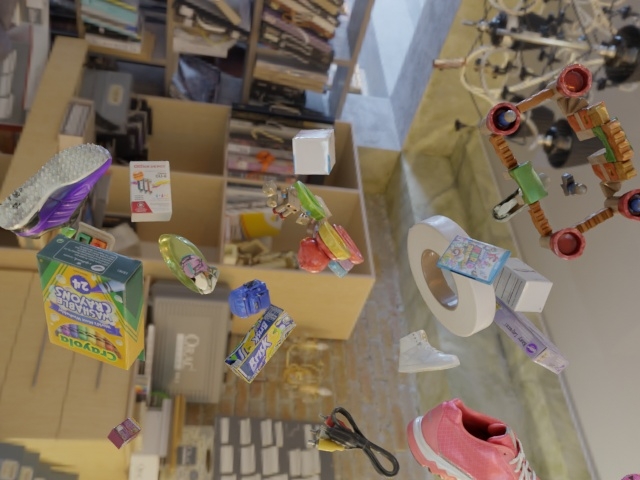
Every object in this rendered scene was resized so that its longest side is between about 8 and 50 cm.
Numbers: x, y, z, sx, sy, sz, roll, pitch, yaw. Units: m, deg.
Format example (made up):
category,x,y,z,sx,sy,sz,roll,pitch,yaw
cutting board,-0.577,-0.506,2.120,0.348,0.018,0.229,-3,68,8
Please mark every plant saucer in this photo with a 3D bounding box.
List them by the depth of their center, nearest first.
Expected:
category,x,y,z,sx,sy,sz,roll,pitch,yaw
plant saucer,-0.444,0.070,2.086,0.037,0.241,0.241,-42,164,-34

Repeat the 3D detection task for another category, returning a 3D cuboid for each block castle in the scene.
category,x,y,z,sx,sy,sz,roll,pitch,yaw
block castle,0.660,-0.207,1.671,0.454,0.302,0.213,62,1,-2

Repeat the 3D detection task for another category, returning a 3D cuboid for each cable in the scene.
category,x,y,z,sx,sy,sz,roll,pitch,yaw
cable,0.109,0.606,1.881,0.140,0.287,0.072,-61,176,-38

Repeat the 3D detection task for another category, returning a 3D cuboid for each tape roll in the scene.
category,x,y,z,sx,sy,sz,roll,pitch,yaw
tape roll,0.400,0.110,1.961,0.392,0.071,0.392,58,-18,31

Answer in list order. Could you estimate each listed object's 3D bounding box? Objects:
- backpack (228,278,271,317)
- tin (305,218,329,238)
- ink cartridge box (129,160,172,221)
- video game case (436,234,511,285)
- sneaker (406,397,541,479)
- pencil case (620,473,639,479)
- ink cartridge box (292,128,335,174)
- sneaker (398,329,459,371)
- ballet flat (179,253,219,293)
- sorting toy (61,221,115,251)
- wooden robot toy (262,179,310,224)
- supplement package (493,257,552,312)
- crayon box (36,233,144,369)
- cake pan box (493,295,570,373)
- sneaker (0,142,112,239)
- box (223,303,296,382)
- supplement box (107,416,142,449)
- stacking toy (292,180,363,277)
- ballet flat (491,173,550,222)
category,x,y,z,sx,sy,sz,roll,pitch,yaw
backpack,-0.221,0.185,1.951,0.101,0.120,0.098,13,-62,56
tin,0.000,0.000,2.076,0.106,0.040,0.190,-51,142,-33
ink cartridge box,-0.560,-0.161,2.057,0.127,0.128,0.176,143,-58,-69
video game case,0.419,0.051,1.716,0.119,0.166,0.015,-50,138,-24
sneaker,0.304,0.382,1.061,0.136,0.313,0.116,-55,-176,31
pencil case,0.744,0.646,1.525,0.095,0.098,0.209,56,-23,33
ink cartridge box,-0.013,-0.228,1.587,0.143,0.089,0.092,-68,157,-69
sneaker,0.429,0.441,2.532,0.292,0.108,0.169,-17,-114,44
ballet flat,-0.317,0.099,1.672,0.221,0.076,0.079,69,-1,-73
sorting toy,-0.734,0.053,1.947,0.047,0.347,0.196,16,91,-57
wooden robot toy,-0.091,-0.112,1.651,0.076,0.173,0.079,-26,-136,34
supplement package,0.596,0.131,1.905,0.179,0.105,0.105,-130,-129,-58
crayon box,-0.499,0.159,1.384,0.083,0.202,0.323,-64,169,-50
cake pan box,0.656,0.298,1.990,0.070,0.266,0.246,-47,-129,13
sneaker,-0.612,-0.109,1.499,0.102,0.293,0.146,49,-7,28
box,-0.133,0.228,1.389,0.054,0.059,0.169,17,-120,47
supplement box,-0.577,0.569,1.849,0.043,0.055,0.083,-53,168,24
stacking toy,-0.015,-0.014,1.837,0.280,0.130,0.309,56,9,18
ballet flat,0.631,-0.131,1.977,0.213,0.068,0.072,-43,-113,26
